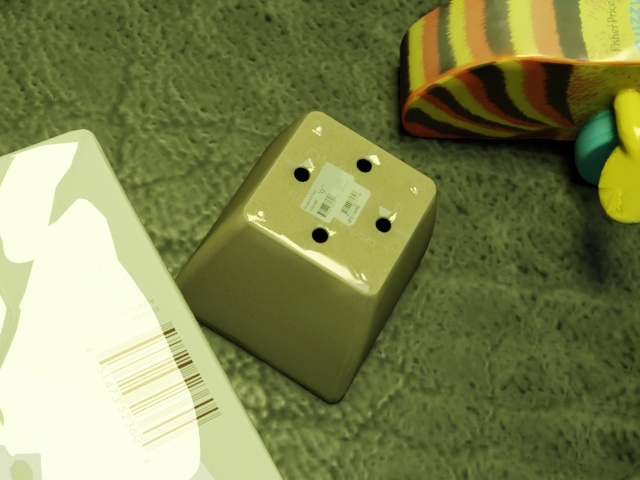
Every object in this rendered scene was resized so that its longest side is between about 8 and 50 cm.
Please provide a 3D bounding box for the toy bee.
[{"bbox_3d":[0.202,-0.114,0.631,0.298,0.162,0.195,-14,69,-20],"label":"toy bee"}]

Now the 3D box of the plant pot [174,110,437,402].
[{"bbox_3d":[0.000,0.000,0.560,0.109,0.096,0.109,32,62,0],"label":"plant pot"}]

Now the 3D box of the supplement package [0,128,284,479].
[{"bbox_3d":[-0.118,0.105,0.421,0.149,0.203,0.194,-24,75,-24],"label":"supplement package"}]
